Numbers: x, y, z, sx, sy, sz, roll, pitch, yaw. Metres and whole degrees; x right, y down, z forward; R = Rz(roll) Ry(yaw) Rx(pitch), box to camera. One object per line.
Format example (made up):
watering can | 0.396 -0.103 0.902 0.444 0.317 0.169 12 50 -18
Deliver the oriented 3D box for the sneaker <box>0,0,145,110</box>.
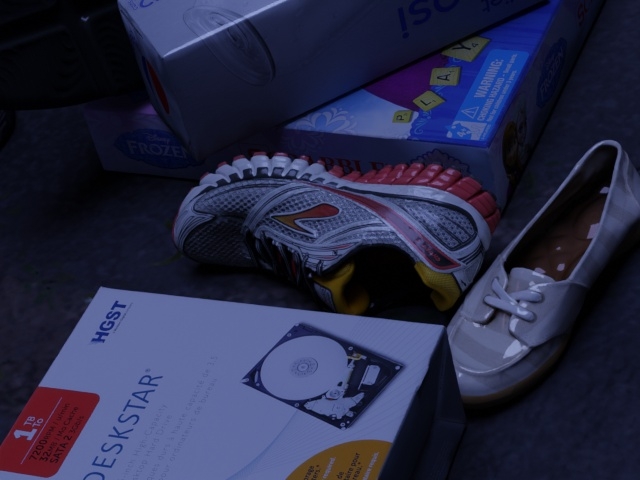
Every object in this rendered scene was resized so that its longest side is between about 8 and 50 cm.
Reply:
sneaker | -0.174 -0.240 1.467 0.257 0.169 0.447 12 39 44

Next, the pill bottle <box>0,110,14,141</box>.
pill bottle | -0.323 -0.172 1.433 0.130 0.245 0.130 -9 40 7

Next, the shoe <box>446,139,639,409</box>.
shoe | 0.137 0.018 1.215 0.076 0.058 0.219 18 50 33

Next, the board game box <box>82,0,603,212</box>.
board game box | 0.033 -0.161 1.447 0.318 0.066 0.318 6 45 24

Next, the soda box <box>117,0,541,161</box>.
soda box | 0.012 -0.169 1.337 0.286 0.098 0.091 -25 42 -11

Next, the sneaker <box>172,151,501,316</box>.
sneaker | 0.000 0.000 1.259 0.225 0.088 0.092 0 55 28

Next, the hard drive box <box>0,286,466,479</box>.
hard drive box | -0.054 0.129 1.126 0.232 0.089 0.181 5 43 22
